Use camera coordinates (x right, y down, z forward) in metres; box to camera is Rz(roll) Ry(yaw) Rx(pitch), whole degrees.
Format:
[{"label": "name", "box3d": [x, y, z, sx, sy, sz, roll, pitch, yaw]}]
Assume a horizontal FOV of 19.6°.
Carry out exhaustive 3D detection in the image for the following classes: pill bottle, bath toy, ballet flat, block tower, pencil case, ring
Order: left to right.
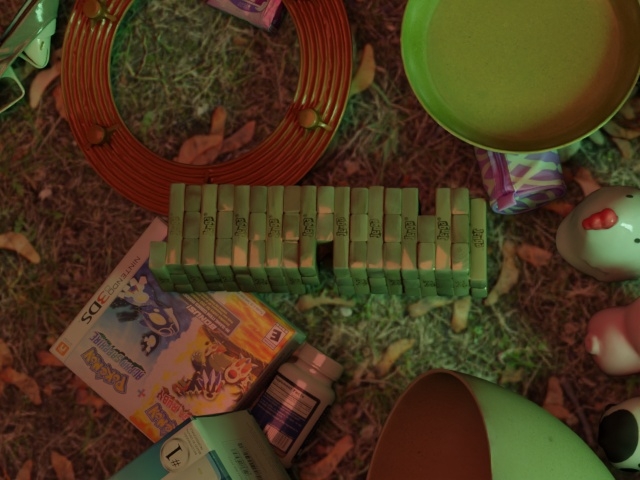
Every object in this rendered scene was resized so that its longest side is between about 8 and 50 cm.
[{"label": "ballet flat", "box3d": [-0.339, -0.198, 2.039, 0.068, 0.072, 0.213, 41, 92, -10]}, {"label": "ring", "box3d": [-0.128, -0.189, 1.973, 0.337, 0.032, 0.336, -1, 87, 17]}, {"label": "pill bottle", "box3d": [-0.027, 0.167, 1.885, 0.067, 0.067, 0.120, 33, 89, 17]}, {"label": "block tower", "box3d": [0.000, 0.000, 1.871, 0.336, 0.091, 0.097, 0, 70, 6]}, {"label": "pencil case", "box3d": [0.185, -0.128, 1.875, 0.086, 0.088, 0.206, -25, 74, 27]}, {"label": "bath toy", "box3d": [0.321, 0.105, 1.780, 0.151, 0.129, 0.348, -15, 76, 8]}]

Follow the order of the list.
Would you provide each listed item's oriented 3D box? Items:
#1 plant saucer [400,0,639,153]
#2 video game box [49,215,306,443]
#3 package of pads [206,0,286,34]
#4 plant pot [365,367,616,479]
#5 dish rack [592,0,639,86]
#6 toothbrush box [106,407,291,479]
[{"label": "plant saucer", "box3d": [0.200, -0.196, 1.827, 0.241, 0.037, 0.241, -2, 76, 6]}, {"label": "video game box", "box3d": [-0.151, 0.108, 1.938, 0.205, 0.048, 0.187, 38, 92, 17]}, {"label": "package of pads", "box3d": [-0.076, -0.261, 1.995, 0.083, 0.032, 0.050, 25, 91, 18]}, {"label": "plant pot", "box3d": [0.177, 0.274, 1.737, 0.191, 0.284, 0.284, 10, 81, -21]}, {"label": "dish rack", "box3d": [0.280, -0.290, 1.892, 0.271, 0.074, 0.208, 30, 87, 17]}, {"label": "toothbrush box", "box3d": [-0.151, 0.335, 1.822, 0.295, 0.126, 0.216, -37, 73, 21]}]
